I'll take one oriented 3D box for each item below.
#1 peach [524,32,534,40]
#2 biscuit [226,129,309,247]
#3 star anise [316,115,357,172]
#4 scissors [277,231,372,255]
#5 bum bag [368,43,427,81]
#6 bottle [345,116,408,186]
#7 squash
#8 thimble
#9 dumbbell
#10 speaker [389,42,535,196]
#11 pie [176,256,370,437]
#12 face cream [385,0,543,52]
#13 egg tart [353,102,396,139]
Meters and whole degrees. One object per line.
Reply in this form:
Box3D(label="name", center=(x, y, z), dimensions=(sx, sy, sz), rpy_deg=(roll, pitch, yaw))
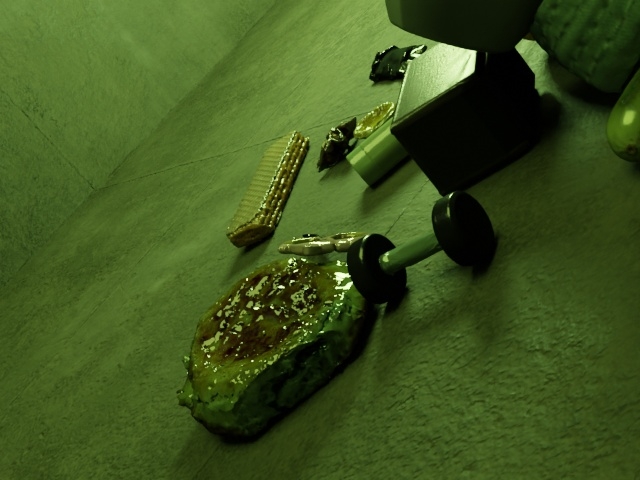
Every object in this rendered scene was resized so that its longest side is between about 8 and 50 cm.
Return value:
Box3D(label="peach", center=(0.384, -0.471, 1.796), dimensions=(0.308, 0.289, 0.289), rpy_deg=(-16, 31, 40))
Box3D(label="biscuit", center=(-0.101, -0.112, 2.259), dimensions=(0.094, 0.054, 0.379), rpy_deg=(-29, 23, 29))
Box3D(label="star anise", center=(0.044, -0.205, 2.187), dimensions=(0.124, 0.056, 0.129), rpy_deg=(-50, 5, 45))
Box3D(label="scissors", center=(0.000, 0.000, 1.803), dimensions=(0.160, 0.024, 0.317), rpy_deg=(-7, 5, -9))
Box3D(label="bum bag", center=(0.162, -0.384, 2.357), dimensions=(0.087, 0.049, 0.197), rpy_deg=(-51, 22, -12))
Box3D(label="bottle", center=(0.141, -0.184, 1.941), dimensions=(0.201, 0.072, 0.072), rpy_deg=(-40, 20, 4))
Box3D(label="squash", center=(0.435, -0.189, 1.413), dimensions=(0.083, 0.083, 0.250), rpy_deg=(-16, 29, 50))
Box3D(label="thimble", center=(0.418, -0.333, 1.509), dimensions=(0.250, 0.172, 0.205), rpy_deg=(-54, -13, 15))
Box3D(label="dumbbell", center=(0.134, 0.012, 1.504), dimensions=(0.191, 0.100, 0.100), rpy_deg=(-28, 24, 36))
Box3D(label="speaker", center=(0.224, -0.210, 1.724), dimensions=(0.192, 0.153, 0.231), rpy_deg=(-30, 23, 27))
Box3D(label="pie", center=(-0.075, 0.144, 1.611), dimensions=(0.354, 0.103, 0.288), rpy_deg=(-37, 26, 6))
Box3D(label="face cream", center=(0.237, -0.455, 1.541), dimensions=(0.219, 0.312, 0.357), rpy_deg=(42, 123, 47))
Box3D(label="egg tart", center=(0.111, -0.223, 2.125), dimensions=(0.105, 0.039, 0.105), rpy_deg=(-36, 20, 15))
